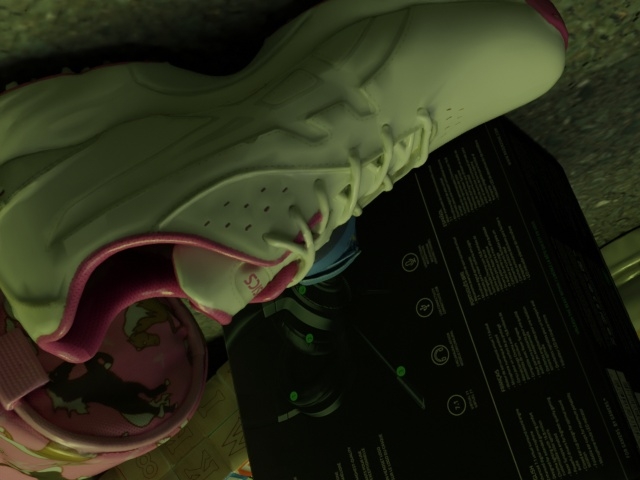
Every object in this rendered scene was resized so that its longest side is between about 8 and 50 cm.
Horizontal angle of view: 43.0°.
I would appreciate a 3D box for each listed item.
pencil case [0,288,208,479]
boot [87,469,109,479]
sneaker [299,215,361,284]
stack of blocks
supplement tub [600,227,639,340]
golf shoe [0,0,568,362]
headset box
[{"bbox_3d":[-0.253,0.143,0.609,0.167,0.160,0.386,38,130,-20],"label":"pencil case"},{"bbox_3d":[-0.342,0.280,0.910,0.223,0.118,0.338,4,144,-24],"label":"boot"},{"bbox_3d":[0.000,0.000,0.491,0.053,0.059,0.144,-15,-166,7],"label":"sneaker"},{"bbox_3d":[-0.094,0.221,0.810,0.297,0.087,0.171,-43,153,-1],"label":"stack of blocks"},{"bbox_3d":[0.411,0.152,0.806,0.241,0.331,0.241,-14,156,-6],"label":"supplement tub"},{"bbox_3d":[-0.015,-0.032,0.401,0.306,0.140,0.115,-17,154,0],"label":"golf shoe"},{"bbox_3d":[0.069,0.094,0.586,0.283,0.246,0.131,-30,151,27],"label":"headset box"}]
